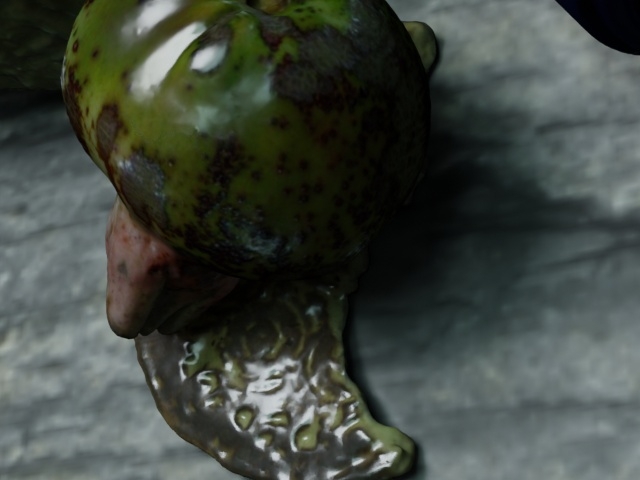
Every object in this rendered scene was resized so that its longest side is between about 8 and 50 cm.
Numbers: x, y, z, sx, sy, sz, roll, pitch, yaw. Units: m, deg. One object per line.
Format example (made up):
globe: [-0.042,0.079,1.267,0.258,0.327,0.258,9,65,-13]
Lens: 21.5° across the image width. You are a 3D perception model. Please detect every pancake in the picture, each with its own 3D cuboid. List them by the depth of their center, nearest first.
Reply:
pancake: [0.000,0.000,0.665,0.184,0.020,0.190,36,92,37]

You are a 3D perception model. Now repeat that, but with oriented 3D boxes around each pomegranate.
pomegranate: [-0.039,-0.034,0.613,0.138,0.125,0.163,41,95,23]

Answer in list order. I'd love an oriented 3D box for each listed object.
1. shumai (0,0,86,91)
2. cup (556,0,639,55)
shumai: [-0.140,-0.198,0.697,0.272,0.222,0.204,123,152,-51]
cup: [0.084,-0.223,0.565,0.178,0.255,0.256,-31,56,-9]
